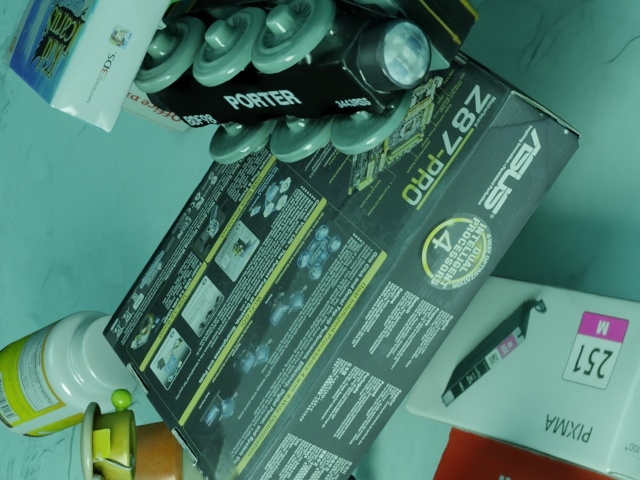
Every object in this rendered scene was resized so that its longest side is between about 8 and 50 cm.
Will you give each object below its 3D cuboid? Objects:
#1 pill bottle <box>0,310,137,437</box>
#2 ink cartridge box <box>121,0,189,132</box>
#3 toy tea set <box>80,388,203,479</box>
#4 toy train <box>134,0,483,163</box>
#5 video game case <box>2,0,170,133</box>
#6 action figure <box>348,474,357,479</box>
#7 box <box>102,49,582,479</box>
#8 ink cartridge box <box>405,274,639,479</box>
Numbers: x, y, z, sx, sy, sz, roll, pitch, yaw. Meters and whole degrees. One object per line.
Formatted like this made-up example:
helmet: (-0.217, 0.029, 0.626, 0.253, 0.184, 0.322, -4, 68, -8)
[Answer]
pill bottle: (-0.281, 0.147, 2.096, 0.215, 0.117, 0.117, -24, 51, 50)
ink cartridge box: (-0.162, -0.233, 2.129, 0.208, 0.153, 0.087, -40, 38, 38)
toy tea set: (-0.156, 0.311, 1.792, 0.200, 0.124, 0.336, 77, -169, -83)
toy train: (-0.013, -0.169, 1.499, 0.334, 0.142, 0.190, -1, 52, 54)
video game case: (-0.179, -0.233, 1.594, 0.244, 0.061, 0.269, -66, 21, 5)
action figure: (-0.046, 0.223, 1.648, 0.275, 0.141, 0.164, -51, 12, -27)
box: (0.000, 0.000, 1.549, 0.395, 0.097, 0.318, -57, 33, 7)
ink cartridge box: (0.157, 0.154, 1.434, 0.275, 0.060, 0.239, 10, 78, 60)
